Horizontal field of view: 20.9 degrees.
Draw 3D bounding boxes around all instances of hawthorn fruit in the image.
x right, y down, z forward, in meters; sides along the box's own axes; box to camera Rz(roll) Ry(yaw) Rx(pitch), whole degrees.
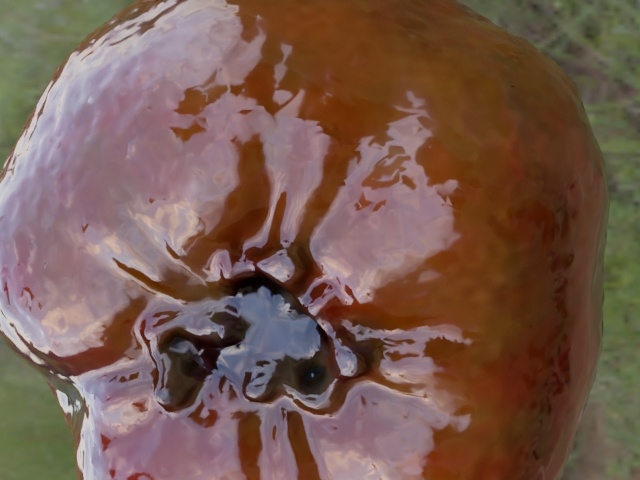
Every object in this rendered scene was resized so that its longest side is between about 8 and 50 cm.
[{"bbox_3d":[0.000,0.000,0.589,0.243,0.207,0.207,-59,-17,-70],"label":"hawthorn fruit"}]
